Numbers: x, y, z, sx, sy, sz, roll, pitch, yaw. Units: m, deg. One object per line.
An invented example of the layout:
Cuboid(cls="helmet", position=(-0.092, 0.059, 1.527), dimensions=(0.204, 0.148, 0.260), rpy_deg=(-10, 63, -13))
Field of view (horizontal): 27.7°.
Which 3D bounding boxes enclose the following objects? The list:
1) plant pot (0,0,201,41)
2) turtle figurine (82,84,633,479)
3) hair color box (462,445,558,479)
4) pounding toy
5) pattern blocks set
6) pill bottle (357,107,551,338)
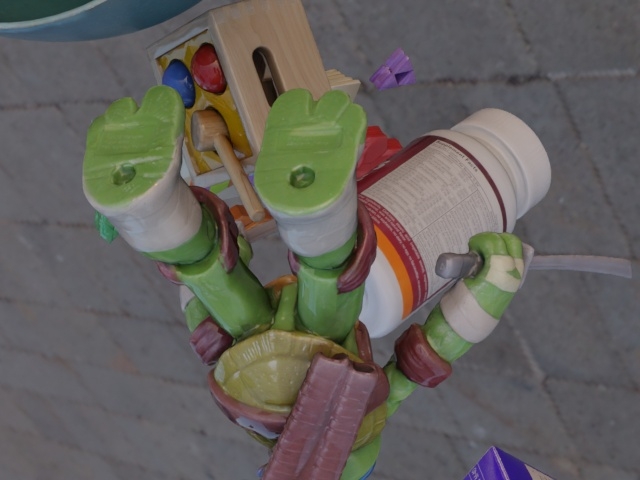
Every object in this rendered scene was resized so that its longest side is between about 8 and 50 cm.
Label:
Cuboid(cls="plant pot", position=(-0.141, -0.254, 0.848), dimensions=(0.290, 0.290, 0.195), rpy_deg=(28, -177, 20))
Cuboid(cls="turtle figurine", position=(0.000, 0.000, 0.705), dimensions=(0.198, 0.275, 0.266), rpy_deg=(36, 163, 34))
Cuboid(cls="hair color box", position=(0.153, 0.393, 1.327), dimensions=(0.185, 0.339, 0.110), rpy_deg=(30, -160, -21))
Cuboid(cls="pounding toy", position=(-0.056, -0.086, 0.895), dimensions=(0.130, 0.100, 0.141), rpy_deg=(-12, 98, 59))
Cuboid(cls="pattern blocks set", position=(-0.056, -0.087, 1.188), dimensions=(0.026, 0.325, 0.285), rpy_deg=(59, 163, 29))
Cuboid(cls="pill bottle", position=(0.091, -0.021, 1.118), dimensions=(0.121, 0.221, 0.121), rpy_deg=(35, 144, 30))
